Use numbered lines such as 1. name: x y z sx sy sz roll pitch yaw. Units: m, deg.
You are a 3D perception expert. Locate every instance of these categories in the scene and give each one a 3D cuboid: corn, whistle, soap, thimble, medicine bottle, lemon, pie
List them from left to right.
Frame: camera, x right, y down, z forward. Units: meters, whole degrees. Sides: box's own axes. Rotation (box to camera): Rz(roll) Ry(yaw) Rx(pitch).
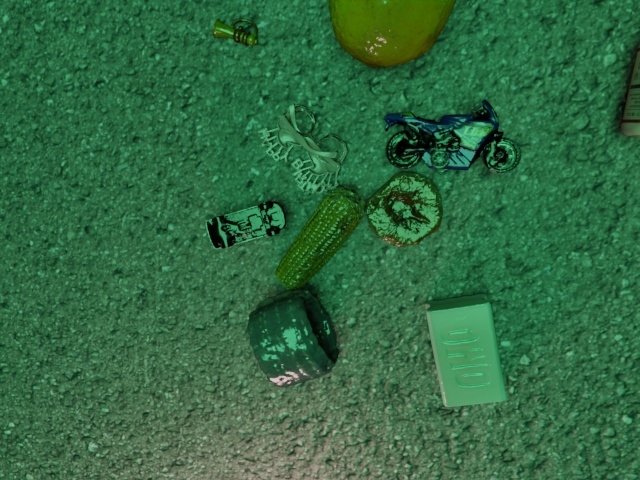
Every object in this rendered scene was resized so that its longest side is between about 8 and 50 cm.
1. whistle: -0.204 -0.515 1.171 0.109 0.057 0.046 14 149 -2
2. thimble: -0.065 0.249 1.223 0.172 0.205 0.236 -23 102 12
3. corn: 0.000 -0.001 1.207 0.115 0.115 0.318 38 111 0
4. lemon: 0.148 -0.512 0.974 0.268 0.268 0.322 31 132 2
5. pie: 0.213 -0.073 1.184 0.195 0.046 0.195 2 104 9
6. soap: 0.369 0.280 1.213 0.159 0.087 0.265 -10 100 12
7. medicine bottle: 0.723 -0.341 0.990 0.131 0.131 0.250 6 104 9

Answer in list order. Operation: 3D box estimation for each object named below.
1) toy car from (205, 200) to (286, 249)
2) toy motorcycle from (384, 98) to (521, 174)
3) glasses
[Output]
1. toy car: -0.185 -0.045 1.234 0.209 0.108 0.089 -16 97 9
2. toy motorcycle: 0.301 -0.242 1.102 0.315 0.113 0.169 6 93 17
3. glasses: -0.043 -0.216 1.175 0.255 0.095 0.162 43 114 1
